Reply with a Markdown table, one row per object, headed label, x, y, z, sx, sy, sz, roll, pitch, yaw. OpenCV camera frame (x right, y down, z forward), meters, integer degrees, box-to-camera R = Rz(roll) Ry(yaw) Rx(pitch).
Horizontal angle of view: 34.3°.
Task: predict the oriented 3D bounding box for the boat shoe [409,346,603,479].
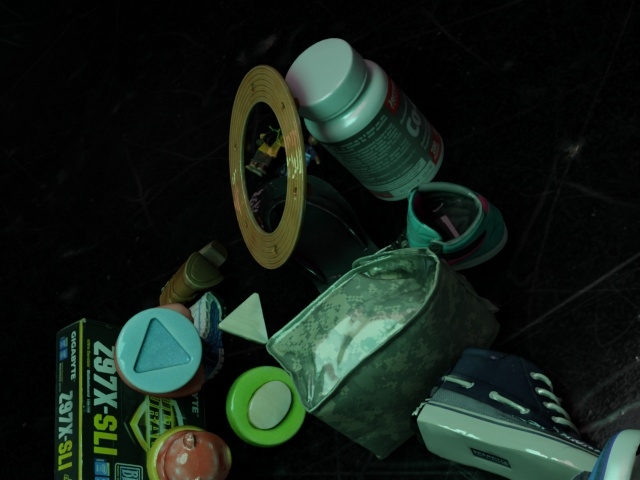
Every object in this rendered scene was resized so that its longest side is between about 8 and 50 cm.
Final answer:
| label | x | y | z | sx | sy | sz | roll | pitch | yaw |
| --- | --- | --- | --- | --- | --- | --- | --- | --- | --- |
| boat shoe | 0.294 | 0.242 | 1.380 | 0.340 | 0.127 | 0.158 | 16 | 55 | 34 |

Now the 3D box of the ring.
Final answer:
| label | x | y | z | sx | sy | sz | roll | pitch | yaw |
| --- | --- | --- | --- | --- | --- | --- | --- | --- | --- |
| ring | -0.084 | -0.121 | 1.721 | 0.336 | 0.032 | 0.337 | 174 | 90 | -66 |

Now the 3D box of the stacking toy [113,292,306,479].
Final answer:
| label | x | y | z | sx | sy | sz | roll | pitch | yaw |
| --- | --- | --- | --- | --- | --- | --- | --- | --- | --- |
| stacking toy | -0.162 | 0.226 | 1.610 | 0.279 | 0.130 | 0.309 | -21 | 83 | -18 |

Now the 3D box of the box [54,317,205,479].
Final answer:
| label | x | y | z | sx | sy | sz | roll | pitch | yaw |
| --- | --- | --- | --- | --- | --- | --- | --- | --- | --- |
| box | -0.301 | 0.307 | 1.672 | 0.079 | 0.257 | 0.322 | -25 | 59 | 38 |

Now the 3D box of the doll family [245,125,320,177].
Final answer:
| label | x | y | z | sx | sy | sz | roll | pitch | yaw |
| --- | --- | --- | --- | --- | --- | --- | --- | --- | --- |
| doll family | -0.066 | -0.168 | 2.005 | 0.193 | 0.076 | 0.111 | 27 | 80 | 31 |

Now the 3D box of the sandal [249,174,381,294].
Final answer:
| label | x | y | z | sx | sy | sz | roll | pitch | yaw |
| --- | --- | --- | --- | --- | --- | --- | --- | --- | --- |
| sandal | 0.002 | -0.001 | 1.782 | 0.167 | 0.107 | 0.446 | -49 | 47 | 1 |

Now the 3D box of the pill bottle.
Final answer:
| label | x | y | z | sx | sy | sz | roll | pitch | yaw |
| --- | --- | --- | --- | --- | --- | --- | --- | --- | --- |
| pill bottle | 0.075 | -0.203 | 1.757 | 0.161 | 0.283 | 0.161 | -21 | 49 | 27 |

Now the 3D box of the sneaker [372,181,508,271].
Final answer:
| label | x | y | z | sx | sy | sz | roll | pitch | yaw |
| --- | --- | --- | --- | --- | --- | --- | --- | --- | --- |
| sneaker | 0.141 | 0.010 | 1.580 | 0.295 | 0.178 | 0.124 | -29 | 59 | 2 |

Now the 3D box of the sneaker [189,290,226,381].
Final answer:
| label | x | y | z | sx | sy | sz | roll | pitch | yaw |
| --- | --- | --- | --- | --- | --- | --- | --- | --- | --- |
| sneaker | -0.223 | 0.187 | 1.896 | 0.083 | 0.071 | 0.191 | -28 | 38 | 31 |

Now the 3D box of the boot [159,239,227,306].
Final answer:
| label | x | y | z | sx | sy | sz | roll | pitch | yaw |
| --- | --- | --- | --- | --- | --- | --- | --- | --- | --- |
| boot | -0.251 | 0.087 | 1.941 | 0.152 | 0.073 | 0.197 | -43 | 4 | 17 |

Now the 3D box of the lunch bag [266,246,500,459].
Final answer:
| label | x | y | z | sx | sy | sz | roll | pitch | yaw |
| --- | --- | --- | --- | --- | --- | --- | --- | --- | --- |
| lunch bag | 0.107 | 0.146 | 1.511 | 0.287 | 0.235 | 0.169 | -42 | 49 | 6 |

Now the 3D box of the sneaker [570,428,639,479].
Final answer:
| label | x | y | z | sx | sy | sz | roll | pitch | yaw |
| --- | --- | --- | --- | --- | --- | --- | --- | --- | --- |
| sneaker | 0.262 | 0.348 | 1.238 | 0.236 | 0.130 | 0.323 | 17 | 108 | 39 |
